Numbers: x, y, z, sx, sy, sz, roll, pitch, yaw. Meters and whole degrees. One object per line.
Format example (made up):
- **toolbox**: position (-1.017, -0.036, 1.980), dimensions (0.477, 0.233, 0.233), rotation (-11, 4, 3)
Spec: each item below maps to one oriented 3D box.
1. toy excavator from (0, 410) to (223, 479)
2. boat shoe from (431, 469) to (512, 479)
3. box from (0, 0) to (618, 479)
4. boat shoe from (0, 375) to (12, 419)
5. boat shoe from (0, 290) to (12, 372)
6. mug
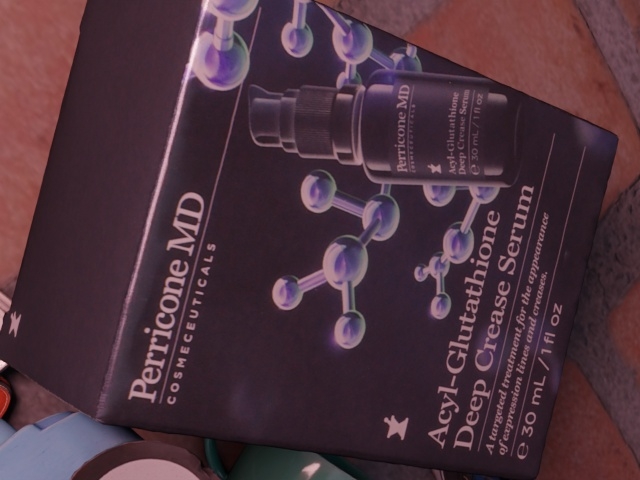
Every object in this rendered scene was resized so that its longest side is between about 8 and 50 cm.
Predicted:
- **toy excavator**: position (-0.336, 0.217, 0.636), dimensions (0.433, 0.445, 0.222), rotation (-41, 157, -33)
- **boat shoe**: position (0.192, 0.287, 1.047), dimensions (0.080, 0.076, 0.228), rotation (-36, 114, -18)
- **box**: position (0.000, 0.000, 0.789), dimensions (0.395, 0.212, 0.293), rotation (15, 88, -34)
- **boat shoe**: position (-0.291, 0.160, 0.783), dimensions (0.137, 0.043, 0.049), rotation (-44, 114, -15)
- **boat shoe**: position (-0.334, 0.047, 0.708), dimensions (0.277, 0.096, 0.098), rotation (20, 86, -31)
- **mug**: position (-0.029, 0.223, 0.899), dimensions (0.097, 0.158, 0.129), rotation (-57, 143, -5)
